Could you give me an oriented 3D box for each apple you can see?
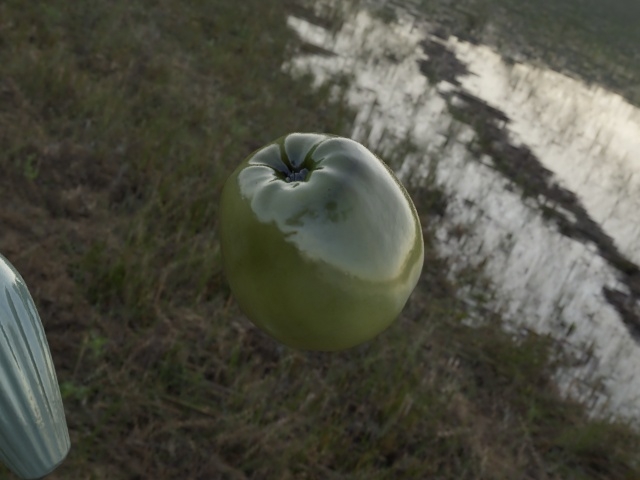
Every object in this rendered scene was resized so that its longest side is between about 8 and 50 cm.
[{"bbox_3d":[0.000,0.000,1.305,0.262,0.262,0.262,19,22,-8],"label":"apple"}]

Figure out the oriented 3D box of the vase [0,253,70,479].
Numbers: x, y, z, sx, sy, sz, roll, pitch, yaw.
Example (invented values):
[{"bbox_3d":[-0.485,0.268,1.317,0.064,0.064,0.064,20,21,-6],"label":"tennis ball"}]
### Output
[{"bbox_3d":[-0.337,0.131,1.122,0.128,0.248,0.128,-19,17,6],"label":"vase"}]
